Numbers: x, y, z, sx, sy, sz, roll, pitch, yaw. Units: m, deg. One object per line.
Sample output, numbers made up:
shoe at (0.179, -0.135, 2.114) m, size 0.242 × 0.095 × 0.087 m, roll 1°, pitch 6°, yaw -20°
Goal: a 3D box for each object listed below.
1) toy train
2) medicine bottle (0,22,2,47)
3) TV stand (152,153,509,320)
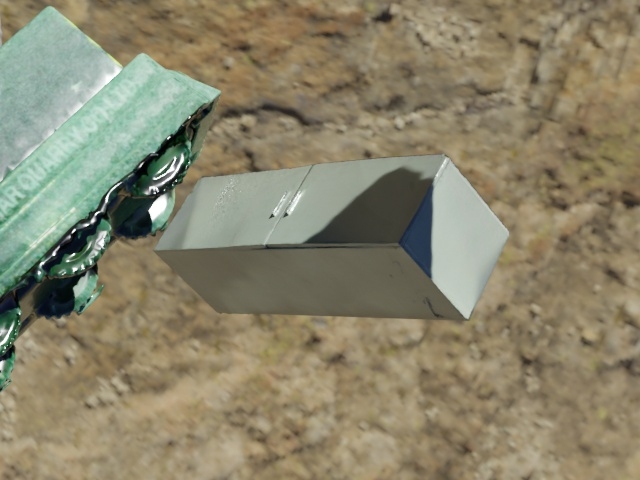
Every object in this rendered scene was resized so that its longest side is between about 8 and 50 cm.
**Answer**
toy train at (-0.221, -0.026, 0.959) m, size 0.178 × 0.138 × 0.330 m, roll 40°, pitch 66°, yaw 5°
medicine bottle at (-0.435, -0.296, 1.318) m, size 0.245 × 0.245 × 0.306 m, roll -9°, pitch 97°, yaw -31°
TV stand at (0.000, 0.000, 1.028) m, size 0.088 × 0.269 × 0.082 m, roll 47°, pitch 59°, yaw -32°
